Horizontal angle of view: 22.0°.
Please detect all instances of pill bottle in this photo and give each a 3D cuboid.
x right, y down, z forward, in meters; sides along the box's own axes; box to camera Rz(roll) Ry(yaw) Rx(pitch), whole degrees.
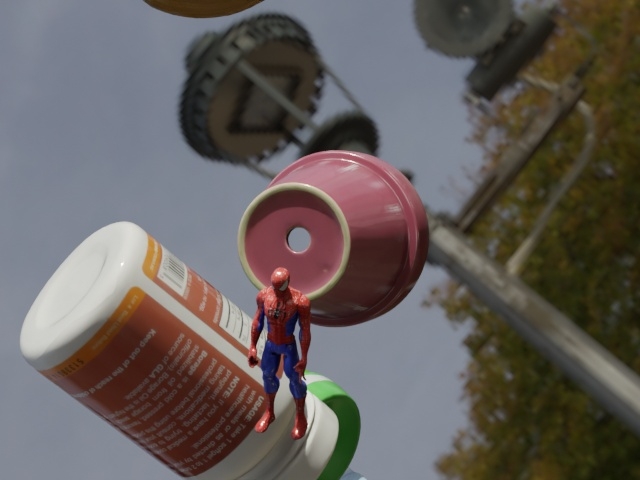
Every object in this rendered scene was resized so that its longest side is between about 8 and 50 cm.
[{"bbox_3d":[-0.093,0.095,1.151,0.216,0.121,0.121,41,-90,-23],"label":"pill bottle"}]

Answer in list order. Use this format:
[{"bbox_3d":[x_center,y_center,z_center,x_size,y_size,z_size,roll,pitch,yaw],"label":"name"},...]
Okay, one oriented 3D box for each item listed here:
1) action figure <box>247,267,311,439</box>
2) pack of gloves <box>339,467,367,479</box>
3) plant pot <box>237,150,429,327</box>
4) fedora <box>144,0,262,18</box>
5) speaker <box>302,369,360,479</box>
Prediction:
[{"bbox_3d":[-0.023,0.067,0.978,0.030,0.038,0.115,-50,-34,-55],"label":"action figure"},{"bbox_3d":[-0.026,0.326,1.796,0.195,0.232,0.046,-38,-84,-6],"label":"pack of gloves"},{"bbox_3d":[0.000,0.000,1.803,0.201,0.201,0.180,-58,-16,12],"label":"plant pot"},{"bbox_3d":[-0.083,-0.273,1.318,0.194,0.194,0.079,-57,-2,11],"label":"fedora"},{"bbox_3d":[-0.104,0.155,1.665,0.131,0.296,0.131,-24,-56,-42],"label":"speaker"}]
